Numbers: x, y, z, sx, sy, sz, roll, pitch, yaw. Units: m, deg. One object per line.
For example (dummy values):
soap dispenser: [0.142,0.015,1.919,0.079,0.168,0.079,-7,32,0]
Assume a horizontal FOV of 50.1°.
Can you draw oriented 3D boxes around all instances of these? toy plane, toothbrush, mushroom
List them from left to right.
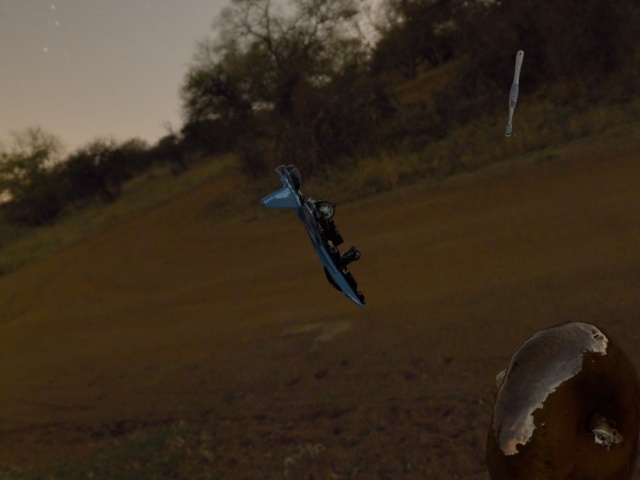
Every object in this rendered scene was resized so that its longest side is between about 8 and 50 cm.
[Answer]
toy plane: [0.006,-0.004,1.031,0.078,0.246,0.169,-41,11,-6]
toothbrush: [0.279,-0.212,0.985,0.011,0.131,0.013,9,-10,13]
mushroom: [0.321,0.261,0.958,0.267,0.267,0.254,-30,-6,-39]
